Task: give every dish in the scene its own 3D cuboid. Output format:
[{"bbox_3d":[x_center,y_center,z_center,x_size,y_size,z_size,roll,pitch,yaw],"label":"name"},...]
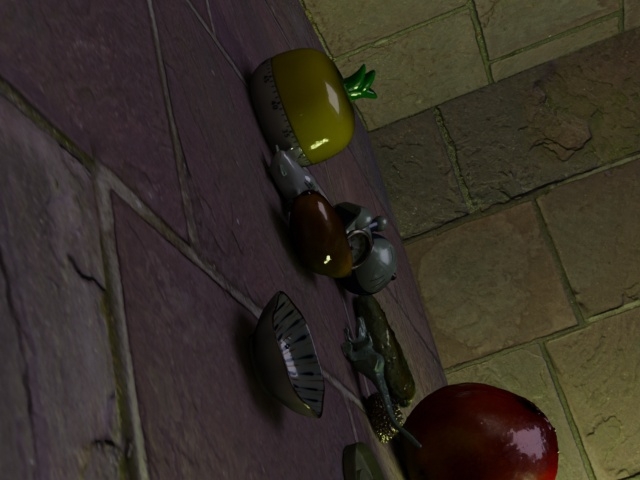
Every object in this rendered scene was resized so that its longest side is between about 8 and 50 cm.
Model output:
[{"bbox_3d":[-0.057,0.171,1.271,0.190,0.066,0.191,-19,90,-77],"label":"dish"}]

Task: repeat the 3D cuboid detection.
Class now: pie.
[{"bbox_3d":[0.170,0.271,2.295,0.323,0.070,0.323,-21,90,-82],"label":"pie"}]

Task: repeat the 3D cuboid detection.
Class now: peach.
[{"bbox_3d":[0.378,0.502,2.116,0.370,0.370,0.370,-20,90,-80],"label":"peach"}]

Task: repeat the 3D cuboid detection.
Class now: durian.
[{"bbox_3d":[0.143,0.374,1.939,0.140,0.071,0.110,57,15,-35],"label":"durian"}]

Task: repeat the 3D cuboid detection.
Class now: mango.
[{"bbox_3d":[0.000,0.000,1.786,0.267,0.111,0.133,60,12,-56],"label":"mango"}]

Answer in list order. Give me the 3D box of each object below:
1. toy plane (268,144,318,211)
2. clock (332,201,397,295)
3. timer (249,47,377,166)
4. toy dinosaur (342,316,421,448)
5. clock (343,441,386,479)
[{"bbox_3d":[-0.054,-0.128,1.852,0.174,0.080,0.174,-19,90,-82],"label":"toy plane"},{"bbox_3d":[0.093,0.025,2.117,0.146,0.199,0.243,25,-22,43],"label":"clock"},{"bbox_3d":[0.003,-0.314,1.982,0.285,0.285,0.285,-20,90,-80],"label":"timer"},{"bbox_3d":[0.106,0.280,1.891,0.129,0.076,0.383,46,18,-36],"label":"toy dinosaur"},{"bbox_3d":[0.096,0.476,1.588,0.235,0.029,0.235,-21,90,-80],"label":"clock"}]
